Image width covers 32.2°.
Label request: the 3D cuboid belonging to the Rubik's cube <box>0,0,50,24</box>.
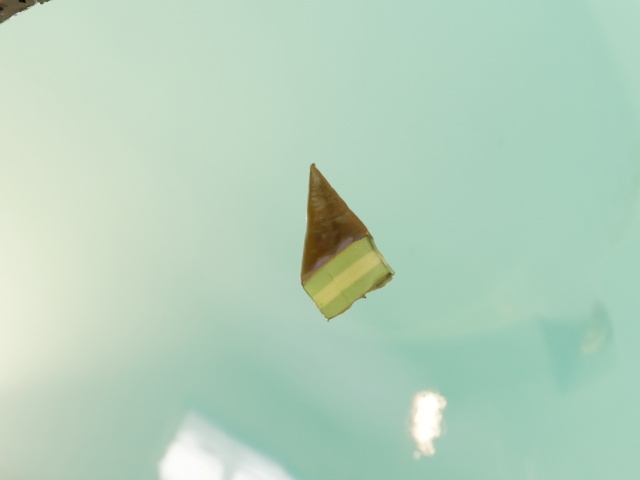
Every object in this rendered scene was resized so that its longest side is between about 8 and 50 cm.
[{"bbox_3d":[-0.258,-0.385,1.022,0.283,0.288,0.293,-19,113,17],"label":"Rubik's cube"}]

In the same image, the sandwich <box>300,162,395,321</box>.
[{"bbox_3d":[0.000,0.000,0.984,0.074,0.116,0.074,-35,138,-2],"label":"sandwich"}]
